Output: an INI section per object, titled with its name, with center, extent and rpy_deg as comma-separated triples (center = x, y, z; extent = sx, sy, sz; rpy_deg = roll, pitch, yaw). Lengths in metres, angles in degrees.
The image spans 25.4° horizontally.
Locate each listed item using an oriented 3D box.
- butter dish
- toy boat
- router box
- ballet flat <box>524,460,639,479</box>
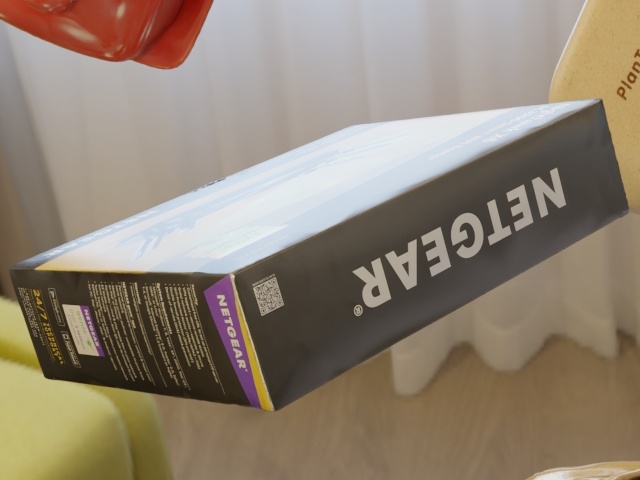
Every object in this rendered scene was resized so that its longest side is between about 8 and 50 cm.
[butter dish]
center = -0.131, -0.160, 0.756
extent = 0.160, 0.160, 0.118
rpy_deg = 23, 34, -7
[toy boat]
center = 0.273, -0.131, 1.037
extent = 0.151, 0.231, 0.151
rpy_deg = -14, 48, -39
[router box]
center = 0.000, 0.000, 0.885
extent = 0.308, 0.081, 0.243
rpy_deg = -26, 16, -37
[ballet flat]
center = 0.185, 0.124, 0.608
extent = 0.232, 0.080, 0.073
rpy_deg = -6, -9, -24
